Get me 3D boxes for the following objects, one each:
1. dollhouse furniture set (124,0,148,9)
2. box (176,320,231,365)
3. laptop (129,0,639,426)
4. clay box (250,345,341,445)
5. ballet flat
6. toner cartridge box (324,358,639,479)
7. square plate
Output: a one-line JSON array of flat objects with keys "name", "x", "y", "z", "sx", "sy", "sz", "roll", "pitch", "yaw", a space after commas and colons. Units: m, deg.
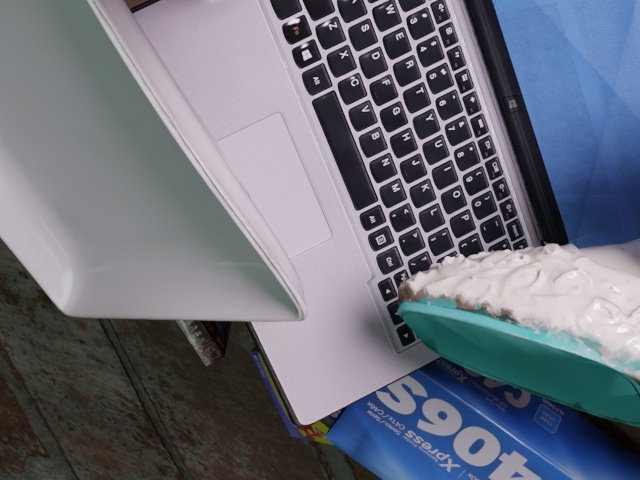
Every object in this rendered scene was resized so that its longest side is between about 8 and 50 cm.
[{"name": "dollhouse furniture set", "x": -0.273, "y": -0.161, "z": 1.143, "sx": 0.259, "sy": 0.262, "sz": 0.135, "roll": -3, "pitch": 131, "yaw": 8}, {"name": "box", "x": -0.147, "y": 0.061, "z": 1.352, "sx": 0.027, "sy": 0.094, "sz": 0.137, "roll": -27, "pitch": 108, "yaw": 11}, {"name": "laptop", "x": 0.124, "y": -0.049, "z": 0.869, "sx": 0.382, "sy": 0.408, "sz": 0.236, "roll": 67, "pitch": 172, "yaw": -26}, {"name": "clay box", "x": 0.039, "y": 0.164, "z": 1.300, "sx": 0.222, "sy": 0.053, "sz": 0.127, "roll": 3, "pitch": 126, "yaw": 43}, {"name": "ballet flat", "x": 0.255, "y": 0.073, "z": 0.820, "sx": 0.409, "sy": 0.147, "sz": 0.147, "roll": 20, "pitch": 137, "yaw": 28}, {"name": "toner cartridge box", "x": 0.188, "y": 0.224, "z": 1.149, "sx": 0.348, "sy": 0.075, "sz": 0.165, "roll": 35, "pitch": 136, "yaw": 4}, {"name": "square plate", "x": -0.192, "y": -0.082, "z": 0.902, "sx": 0.347, "sy": 0.049, "sz": 0.344, "roll": -3, "pitch": 127, "yaw": 49}]
